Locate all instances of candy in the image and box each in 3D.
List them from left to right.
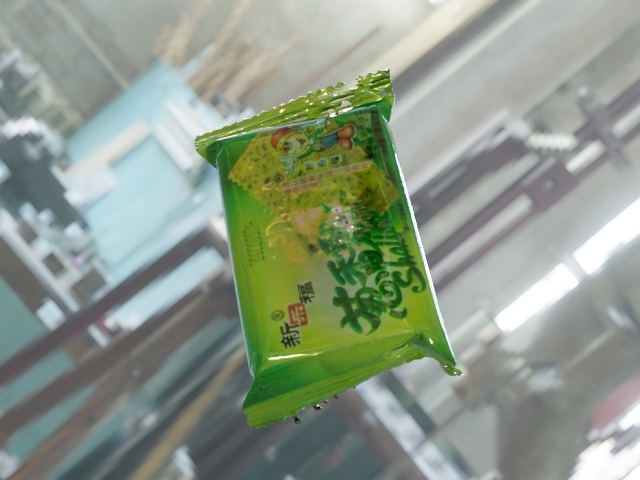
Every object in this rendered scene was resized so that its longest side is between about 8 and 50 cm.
[{"bbox_3d":[0.000,-0.001,0.840,0.032,0.102,0.178,75,3,-50],"label":"candy"}]
